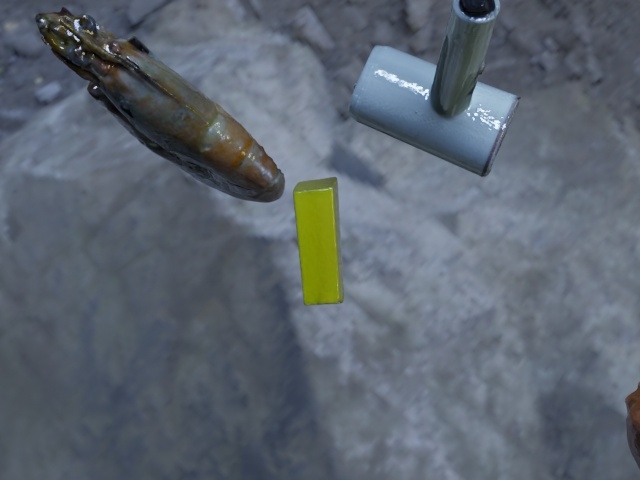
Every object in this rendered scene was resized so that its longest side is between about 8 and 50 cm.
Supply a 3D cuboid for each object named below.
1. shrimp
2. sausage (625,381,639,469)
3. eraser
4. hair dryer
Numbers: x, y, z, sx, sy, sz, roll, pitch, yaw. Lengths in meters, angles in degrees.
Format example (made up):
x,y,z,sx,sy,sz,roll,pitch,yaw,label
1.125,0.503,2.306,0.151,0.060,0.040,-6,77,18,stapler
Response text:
x,y,z,sx,sy,sz,roll,pitch,yaw,label
-0.127,-0.095,1.331,0.143,0.052,0.251,11,154,48,shrimp
0.205,0.114,0.721,0.197,0.076,0.076,40,124,-14,sausage
0.000,0.000,1.905,0.045,0.097,0.122,-5,98,3,eraser
0.096,-0.135,1.426,0.131,0.073,0.236,23,162,5,hair dryer
